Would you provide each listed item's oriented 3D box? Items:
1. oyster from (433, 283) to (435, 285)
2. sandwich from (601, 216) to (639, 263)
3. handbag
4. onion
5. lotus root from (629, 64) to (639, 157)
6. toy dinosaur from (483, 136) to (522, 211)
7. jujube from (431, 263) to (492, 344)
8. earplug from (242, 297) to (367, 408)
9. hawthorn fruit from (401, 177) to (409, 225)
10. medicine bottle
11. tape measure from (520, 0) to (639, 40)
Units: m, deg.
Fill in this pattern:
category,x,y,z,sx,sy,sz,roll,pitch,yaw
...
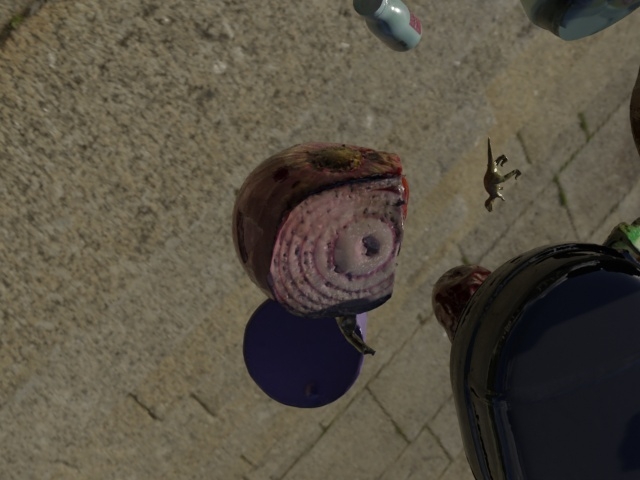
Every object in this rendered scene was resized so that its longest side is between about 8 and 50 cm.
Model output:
category,x,y,z,sx,sy,sz,roll,pitch,yaw
oyster,0.325,0.151,2.104,0.029,0.132,0.086,-44,159,20
sandwich,0.471,0.093,1.194,0.109,0.212,0.292,-40,113,-40
handbag,0.258,0.149,0.872,0.254,0.093,0.308,-19,108,-16
onion,-0.004,-0.030,1.220,0.256,0.230,0.272,17,111,-29
lotus root,0.767,-0.260,1.836,0.375,0.111,0.390,-2,91,-50
toy dinosaur,0.410,-0.156,2.077,0.162,0.039,0.126,39,98,-29
jujube,0.338,0.164,1.765,0.183,0.183,0.243,-37,104,-21
earplug,-0.002,0.148,1.683,0.456,0.215,0.215,-54,162,-77
hawthorn fruit,0.080,-0.074,1.579,0.173,0.179,0.173,-1,94,-17
medicine bottle,0.142,-0.473,1.817,0.217,0.090,0.090,15,102,-64
tape measure,0.402,-0.413,1.226,0.262,0.138,0.259,-37,159,30
